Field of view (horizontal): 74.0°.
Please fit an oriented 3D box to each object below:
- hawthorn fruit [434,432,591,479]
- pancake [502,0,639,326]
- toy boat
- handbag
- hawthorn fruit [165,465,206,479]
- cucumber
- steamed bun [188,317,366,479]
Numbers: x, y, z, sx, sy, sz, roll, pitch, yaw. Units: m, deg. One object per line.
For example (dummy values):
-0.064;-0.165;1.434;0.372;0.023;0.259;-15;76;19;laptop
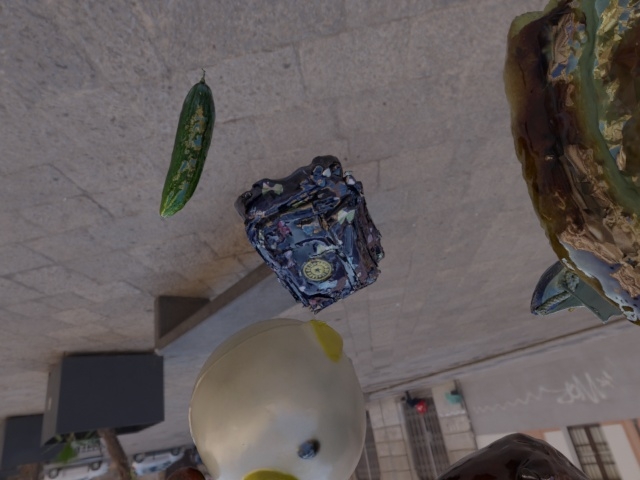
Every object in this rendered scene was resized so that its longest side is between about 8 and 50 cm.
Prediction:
0.286;0.453;0.632;0.309;0.324;0.308;2;175;0;hawthorn fruit
0.328;-0.050;0.309;0.305;0.426;0.067;-26;170;31;pancake
0.485;0.078;0.776;0.220;0.067;0.291;-49;171;15;toy boat
0.000;0.000;0.598;0.162;0.113;0.260;-26;138;1;handbag
-0.227;0.416;0.715;0.077;0.077;0.077;-8;155;-4;hawthorn fruit
-0.141;-0.103;0.464;0.039;0.167;0.039;13;175;1;cucumber
-0.072;0.330;0.812;0.335;0.333;0.373;-13;124;7;steamed bun
